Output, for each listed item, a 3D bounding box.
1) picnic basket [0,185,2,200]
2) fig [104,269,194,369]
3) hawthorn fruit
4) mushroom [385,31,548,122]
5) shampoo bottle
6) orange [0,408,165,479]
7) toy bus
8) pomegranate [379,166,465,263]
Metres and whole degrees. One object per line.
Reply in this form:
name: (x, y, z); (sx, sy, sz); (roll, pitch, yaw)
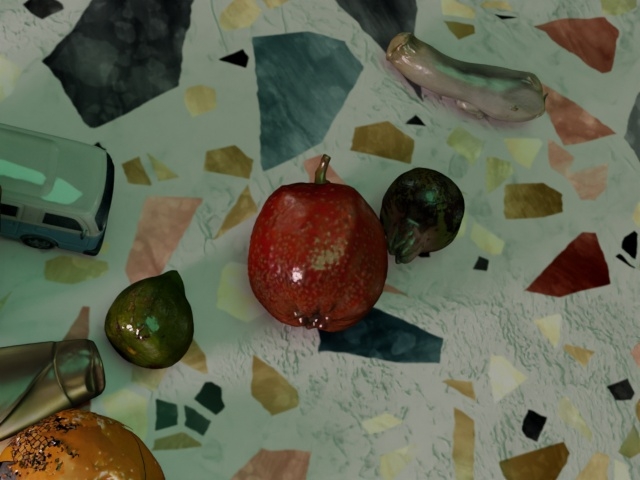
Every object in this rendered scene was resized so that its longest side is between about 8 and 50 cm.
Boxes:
picnic basket: (-0.560, 0.055, 1.540); (0.337, 0.293, 0.337); (17, 39, -14)
fig: (-0.220, 0.099, 1.774); (0.123, 0.123, 0.156); (37, 52, -5)
hawthorn fruit: (0.000, 0.000, 1.842); (0.205, 0.205, 0.253); (13, 68, -15)
mushroom: (0.235, -0.258, 2.072); (0.278, 0.099, 0.096); (17, 62, -11)
shampoo bottle: (-0.452, 0.208, 1.669); (0.350, 0.084, 0.126); (-13, 75, -24)
orange: (-0.303, 0.330, 1.636); (0.234, 0.182, 0.235); (15, 58, -25)
toy bus: (-0.407, -0.079, 1.735); (0.271, 0.165, 0.133); (12, 68, -16)
pomegranate: (0.137, -0.037, 1.931); (0.163, 0.138, 0.125); (-25, 70, -37)
